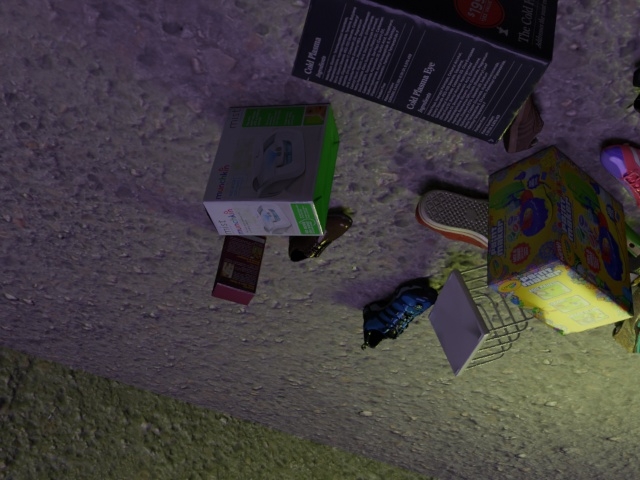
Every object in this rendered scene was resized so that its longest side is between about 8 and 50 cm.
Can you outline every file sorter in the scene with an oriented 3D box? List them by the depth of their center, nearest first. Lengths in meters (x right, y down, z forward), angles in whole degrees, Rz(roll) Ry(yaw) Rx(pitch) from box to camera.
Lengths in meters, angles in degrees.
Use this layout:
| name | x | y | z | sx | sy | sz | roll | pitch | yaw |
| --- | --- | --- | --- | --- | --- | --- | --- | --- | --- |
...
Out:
| name | x | y | z | sx | sy | sz | roll | pitch | yaw |
| --- | --- | --- | --- | --- | --- | --- | --- | --- | --- |
| file sorter | 0.432 | 0.207 | 2.024 | 0.173 | 0.192 | 0.277 | -13 | 151 | -15 |

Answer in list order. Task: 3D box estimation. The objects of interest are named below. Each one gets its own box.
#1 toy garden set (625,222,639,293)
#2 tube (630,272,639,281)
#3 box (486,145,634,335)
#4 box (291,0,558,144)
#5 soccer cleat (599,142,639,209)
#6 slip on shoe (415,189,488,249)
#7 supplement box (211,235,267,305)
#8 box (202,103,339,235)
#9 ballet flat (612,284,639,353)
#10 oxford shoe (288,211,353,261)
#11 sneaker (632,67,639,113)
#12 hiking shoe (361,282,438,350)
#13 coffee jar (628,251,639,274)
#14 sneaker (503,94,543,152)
| name | x | y | z | sx | sy | sz | roll | pitch | yaw |
| --- | --- | --- | --- | --- | --- | --- | --- | --- | --- |
| toy garden set | 0.694 | 0.076 | 1.811 | 0.204 | 0.049 | 0.244 | 46 | 146 | 8 |
| tube | 0.738 | 0.146 | 2.008 | 0.070 | 0.062 | 0.240 | -25 | 156 | -31 |
| box | 0.513 | 0.008 | 1.628 | 0.279 | 0.289 | 0.177 | 30 | 142 | -30 |
| box | 0.160 | -0.358 | 1.076 | 0.313 | 0.343 | 0.179 | 17 | 147 | -3 |
| soccer cleat | 0.673 | -0.115 | 1.577 | 0.248 | 0.095 | 0.083 | 31 | 141 | -31 |
| slip on shoe | 0.374 | -0.036 | 1.776 | 0.331 | 0.123 | 0.101 | 17 | 170 | -12 |
| supplement box | -0.214 | 0.064 | 1.991 | 0.104 | 0.188 | 0.081 | 17 | 147 | -12 |
| box | -0.095 | -0.146 | 1.570 | 0.231 | 0.261 | 0.126 | 1 | 146 | 14 |
| ballet flat | 0.837 | 0.185 | 2.000 | 0.123 | 0.123 | 0.348 | 1 | 146 | 13 |
| oxford shoe | 0.000 | 0.000 | 1.927 | 0.083 | 0.096 | 0.227 | 30 | 141 | -26 |
| sneaker | 0.643 | -0.251 | 1.398 | 0.106 | 0.078 | 0.234 | -12 | 138 | 34 |
| hiking shoe | 0.232 | 0.224 | 2.179 | 0.113 | 0.132 | 0.304 | 24 | 144 | -22 |
| coffee jar | 0.833 | 0.051 | 1.809 | 0.185 | 0.079 | 0.096 | 14 | 149 | -10 |
| sneaker | 0.406 | -0.246 | 1.489 | 0.071 | 0.066 | 0.188 | -10 | 151 | 0 |
